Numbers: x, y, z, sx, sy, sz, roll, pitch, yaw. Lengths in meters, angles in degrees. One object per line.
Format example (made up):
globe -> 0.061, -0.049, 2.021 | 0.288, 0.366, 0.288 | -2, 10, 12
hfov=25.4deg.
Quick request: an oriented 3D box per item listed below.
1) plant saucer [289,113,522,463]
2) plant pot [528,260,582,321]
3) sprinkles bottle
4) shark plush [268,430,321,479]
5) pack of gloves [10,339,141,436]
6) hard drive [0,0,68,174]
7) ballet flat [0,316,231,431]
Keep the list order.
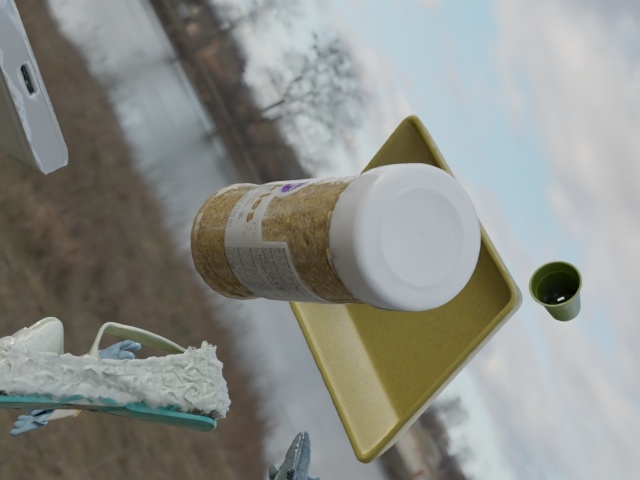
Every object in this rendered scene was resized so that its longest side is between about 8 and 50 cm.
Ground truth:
plant saucer -> 0.114, 0.065, 1.833 | 0.081, 0.333, 0.332 | 11, 40, -39
plant pot -> 0.376, 0.087, 2.218 | 0.083, 0.083, 0.079 | 62, 3, 39
sprinkles bottle -> 0.000, 0.000, 1.287 | 0.355, 0.121, 0.121 | -2, -64, 62
shark plush -> -0.050, 0.325, 1.906 | 0.161, 0.073, 0.067 | -47, 158, -54
pack of gloves -> -0.378, 0.243, 2.240 | 0.232, 0.195, 0.046 | -21, -67, 46
hard drive -> -0.382, -0.202, 1.541 | 0.307, 0.040, 0.203 | 27, -41, 51
ballet flat -> -0.319, 0.172, 1.887 | 0.147, 0.409, 0.147 | -172, -90, -71
